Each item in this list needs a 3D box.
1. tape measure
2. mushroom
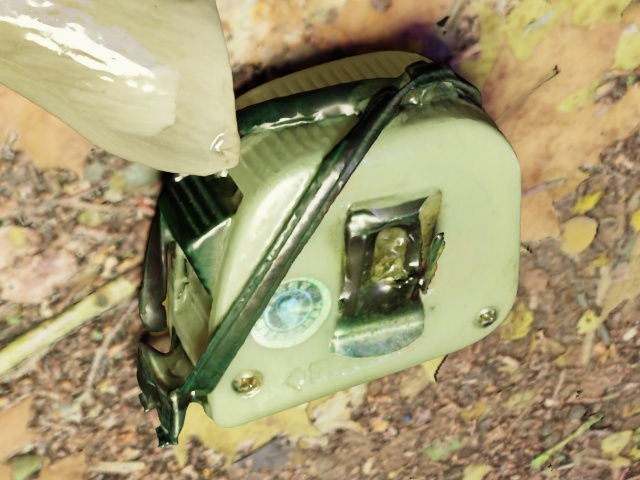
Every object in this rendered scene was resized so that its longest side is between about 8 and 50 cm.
[{"bbox_3d":[0.000,0.000,0.958,0.235,0.115,0.207,-18,134,-16],"label":"tape measure"},{"bbox_3d":[-0.135,-0.112,0.807,0.247,0.096,0.108,18,115,-33],"label":"mushroom"}]
